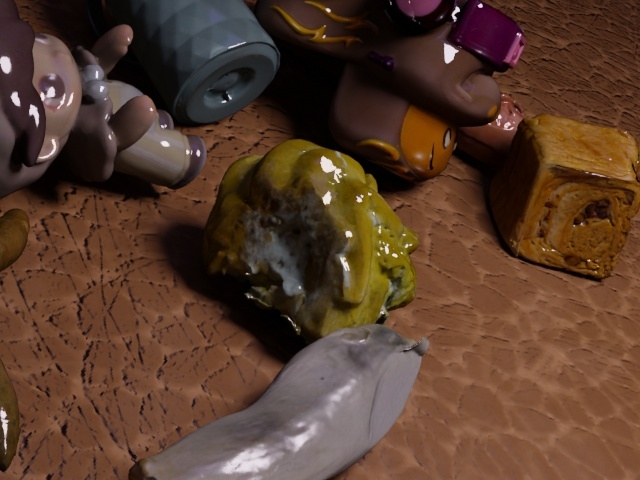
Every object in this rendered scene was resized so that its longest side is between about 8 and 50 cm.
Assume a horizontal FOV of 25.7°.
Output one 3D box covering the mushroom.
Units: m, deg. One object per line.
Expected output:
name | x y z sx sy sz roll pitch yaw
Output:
mushroom | -0.026 0.163 1.203 0.109 0.097 0.351 39 37 18

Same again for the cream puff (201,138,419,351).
cream puff | 0.003 -0.005 1.398 0.221 0.195 0.195 41 35 16

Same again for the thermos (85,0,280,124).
thermos | -0.185 -0.272 1.654 0.145 0.182 0.286 -4 53 -52

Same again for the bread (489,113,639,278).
bread | 0.300 -0.059 1.694 0.158 0.149 0.143 19 29 -9

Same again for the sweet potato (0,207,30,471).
sweet potato | -0.303 0.058 1.192 0.108 0.079 0.346 42 21 -30

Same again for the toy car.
toy car | 0.062 -0.226 1.680 0.340 0.240 0.271 28 6 14

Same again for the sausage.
sausage | 0.097 -0.219 1.836 0.419 0.094 0.094 31 11 12

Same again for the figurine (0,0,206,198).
figurine | -0.294 -0.134 1.376 0.380 0.203 0.248 13 45 -41
